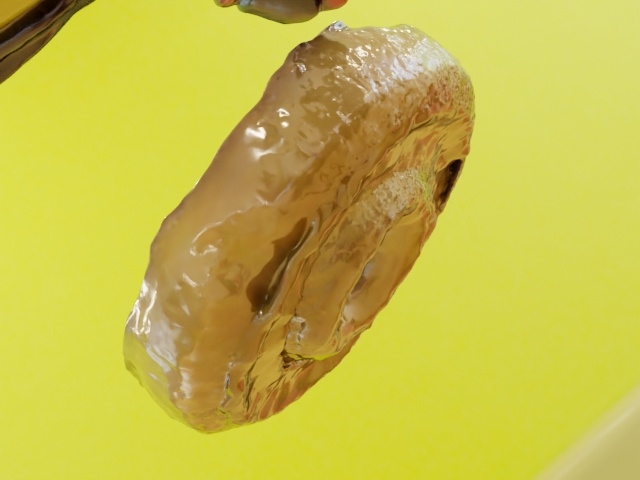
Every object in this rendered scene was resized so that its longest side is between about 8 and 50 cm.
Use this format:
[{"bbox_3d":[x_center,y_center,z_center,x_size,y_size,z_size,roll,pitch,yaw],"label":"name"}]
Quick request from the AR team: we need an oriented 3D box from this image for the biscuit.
[{"bbox_3d":[0.000,0.000,0.869,0.296,0.102,0.296,-46,-18,-20],"label":"biscuit"}]

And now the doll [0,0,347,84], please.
[{"bbox_3d":[-0.072,-0.110,0.377,0.248,0.127,0.088,-9,-16,-13],"label":"doll"}]
